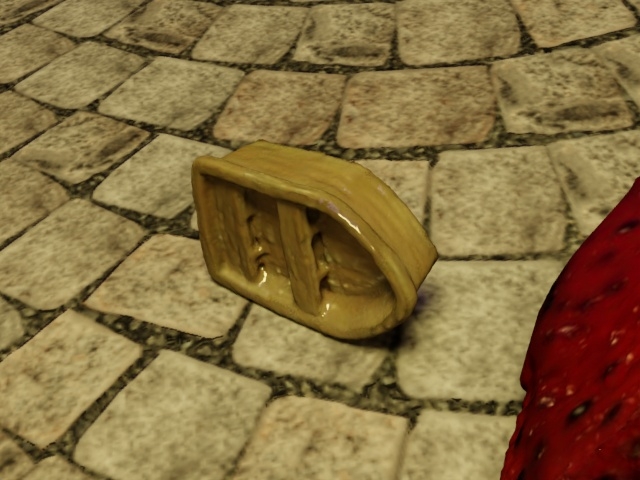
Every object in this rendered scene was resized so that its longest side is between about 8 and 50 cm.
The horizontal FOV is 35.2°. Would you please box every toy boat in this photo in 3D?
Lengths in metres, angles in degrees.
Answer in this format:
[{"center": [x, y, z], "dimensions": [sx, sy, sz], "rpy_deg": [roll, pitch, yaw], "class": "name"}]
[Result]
[{"center": [0.000, 0.000, 0.694], "dimensions": [0.188, 0.116, 0.061], "rpy_deg": [22, 43, 34], "class": "toy boat"}]

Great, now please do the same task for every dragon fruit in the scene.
[{"center": [0.261, 0.009, 0.529], "dimensions": [0.302, 0.240, 0.330], "rpy_deg": [11, 50, 5], "class": "dragon fruit"}]
